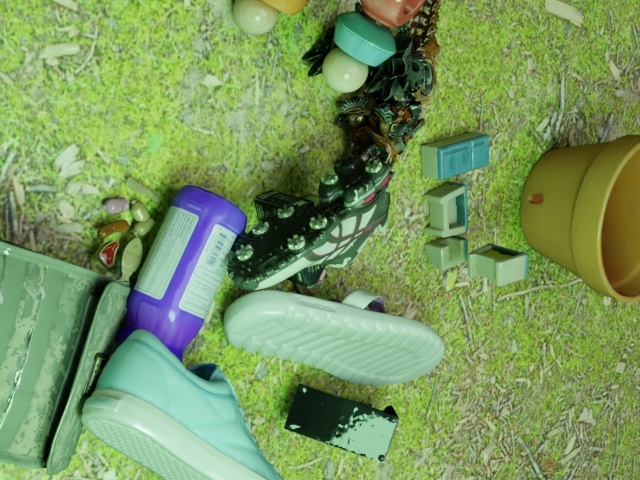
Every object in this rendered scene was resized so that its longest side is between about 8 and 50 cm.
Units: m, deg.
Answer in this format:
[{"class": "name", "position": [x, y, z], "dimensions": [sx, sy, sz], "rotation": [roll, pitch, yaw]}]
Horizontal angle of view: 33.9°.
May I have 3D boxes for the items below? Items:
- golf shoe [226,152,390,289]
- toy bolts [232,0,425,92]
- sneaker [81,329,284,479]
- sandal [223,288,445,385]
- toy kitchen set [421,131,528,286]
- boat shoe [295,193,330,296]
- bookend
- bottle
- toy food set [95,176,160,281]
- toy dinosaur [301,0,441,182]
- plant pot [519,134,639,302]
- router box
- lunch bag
[{"class": "golf shoe", "position": [0.000, 0.000, 1.373], "dimensions": [0.273, 0.105, 0.120], "rotation": [-37, 131, -28]}, {"class": "toy bolts", "position": [0.015, -0.302, 1.383], "dimensions": [0.158, 0.228, 0.218], "rotation": [-57, 160, 19]}, {"class": "sneaker", "position": [-0.127, 0.235, 1.292], "dimensions": [0.366, 0.135, 0.150], "rotation": [49, 50, -42]}, {"class": "sandal", "position": [0.036, 0.122, 1.559], "dimensions": [0.416, 0.169, 0.102], "rotation": [21, 46, -43]}, {"class": "toy kitchen set", "position": [0.265, -0.053, 1.682], "dimensions": [0.122, 0.166, 0.207], "rotation": [-19, 114, -38]}, {"class": "boat shoe", "position": [-0.006, 0.010, 1.531], "dimensions": [0.056, 0.048, 0.153], "rotation": [-3, 104, -42]}, {"class": "bookend", "position": [0.032, 0.271, 1.608], "dimensions": [0.157, 0.156, 0.072], "rotation": [68, 41, -87]}, {"class": "bottle", "position": [-0.189, 0.074, 1.340], "dimensions": [0.282, 0.092, 0.118], "rotation": [-66, 164, -6]}, {"class": "toy food set", "position": [-0.248, -0.014, 1.312], "dimensions": [0.078, 0.019, 0.122], "rotation": [38, 63, -38]}, {"class": "toy dinosaur", "position": [0.097, -0.234, 1.527], "dimensions": [0.218, 0.164, 0.321], "rotation": [27, 64, -58]}, {"class": "plant pot", "position": [0.494, -0.052, 1.869], "dimensions": [0.291, 0.203, 0.290], "rotation": [-12, 109, -40]}, {"class": "router box", "position": [-0.042, -0.003, 1.465], "dimensions": [0.038, 0.092, 0.122], "rotation": [-27, 119, -34]}, {"class": "lunch bag", "position": [-0.343, 0.127, 1.177], "dimensions": [0.287, 0.169, 0.235], "rotation": [25, 80, -52]}]
